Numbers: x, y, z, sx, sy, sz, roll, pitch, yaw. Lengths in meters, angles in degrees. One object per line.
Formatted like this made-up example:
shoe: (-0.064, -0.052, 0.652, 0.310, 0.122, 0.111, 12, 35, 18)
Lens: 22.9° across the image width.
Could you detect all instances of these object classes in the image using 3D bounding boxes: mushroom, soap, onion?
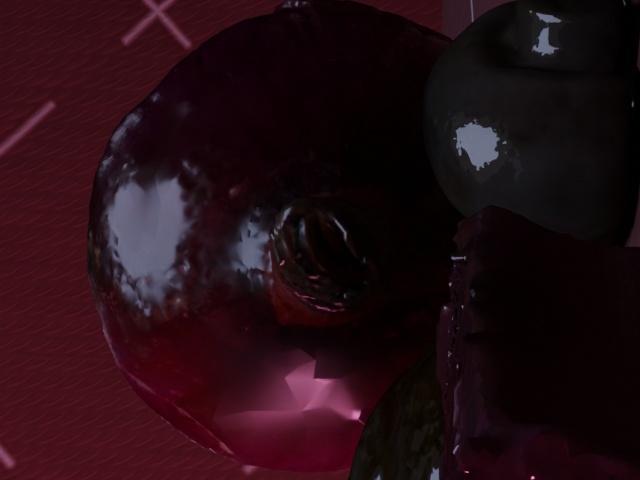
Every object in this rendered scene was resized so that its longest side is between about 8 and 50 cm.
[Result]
mushroom: (0.114, -0.068, 0.865, 0.188, 0.117, 0.141, -95, -5, -64)
soap: (0.089, 0.084, 0.533, 0.289, 0.112, 0.182, -71, -12, -71)
onion: (0.000, 0.000, 1.088, 0.385, 0.347, 0.348, -119, 31, -87)

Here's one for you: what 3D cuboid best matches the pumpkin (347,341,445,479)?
pumpkin: (0.080, 0.169, 0.742, 0.169, 0.148, 0.312, -69, -23, -74)
